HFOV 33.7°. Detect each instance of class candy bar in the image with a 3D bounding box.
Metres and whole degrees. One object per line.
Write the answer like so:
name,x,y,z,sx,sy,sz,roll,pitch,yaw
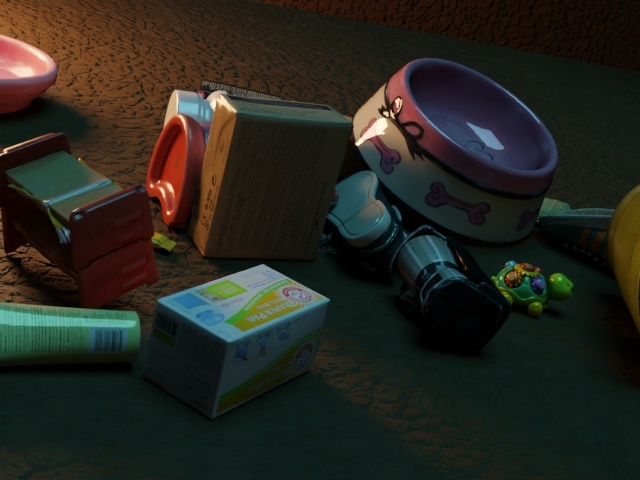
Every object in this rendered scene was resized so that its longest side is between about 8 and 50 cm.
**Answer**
candy bar,-0.291,-0.015,1.560,0.161,0.018,0.040,17,18,6

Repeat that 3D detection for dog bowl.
dog bowl,0.267,-0.183,1.988,0.407,0.150,0.408,20,35,-15

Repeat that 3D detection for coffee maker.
coffee maker,0.204,0.073,1.531,0.171,0.120,0.178,9,23,-17

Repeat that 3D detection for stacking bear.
stacking bear,-0.112,-0.104,1.722,0.288,0.164,0.175,8,22,-28

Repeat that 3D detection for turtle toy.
turtle toy,0.336,0.073,1.686,0.130,0.066,0.095,15,22,-1

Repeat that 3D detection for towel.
towel,0.447,-0.059,2.131,0.110,0.027,0.148,19,23,12

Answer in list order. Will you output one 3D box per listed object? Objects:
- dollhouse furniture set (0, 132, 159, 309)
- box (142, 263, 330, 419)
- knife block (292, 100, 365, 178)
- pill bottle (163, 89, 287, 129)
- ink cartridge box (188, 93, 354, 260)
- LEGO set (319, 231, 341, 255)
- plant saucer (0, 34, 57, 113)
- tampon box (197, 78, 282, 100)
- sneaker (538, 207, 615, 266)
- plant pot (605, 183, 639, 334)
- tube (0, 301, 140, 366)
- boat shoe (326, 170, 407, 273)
dollhouse furniture set,-0.410,0.019,1.288,0.374,0.152,0.201,-26,43,-34
box,-0.096,0.114,1.258,0.114,0.103,0.203,26,25,27
knife block,0.089,-0.189,2.131,0.242,0.088,0.275,-2,28,-39
pill bottle,-0.128,-0.176,1.862,0.283,0.161,0.161,8,23,-18
ink cartridge box,-0.078,-0.092,1.590,0.193,0.235,0.088,2,26,-30
LEGO set,-0.002,0.001,1.712,0.054,0.023,0.083,4,38,-21
plant saucer,-0.661,-0.316,1.961,0.332,0.084,0.332,14,21,-5
tampon box,-0.163,-0.224,2.008,0.160,0.121,0.101,12,21,-7
sneaker,0.533,0.007,1.941,0.108,0.121,0.302,-12,13,-43
plant pot,0.612,0.033,1.651,0.366,0.367,0.353,12,10,-6
tube,-0.326,0.105,1.189,0.240,0.062,0.070,3,22,-26
boat shoe,0.074,-0.030,1.742,0.091,0.114,0.302,55,10,-20
